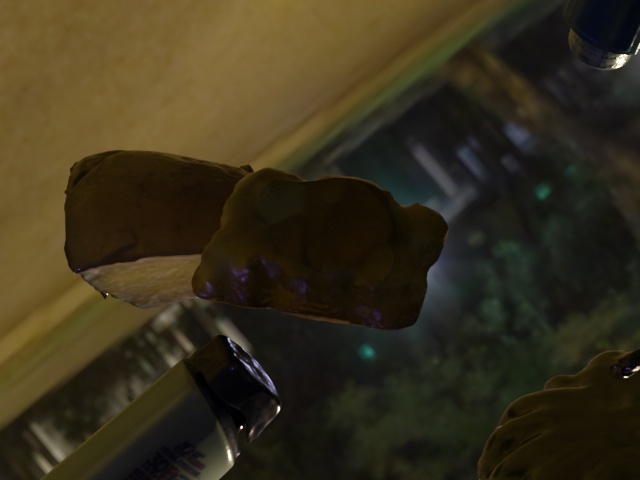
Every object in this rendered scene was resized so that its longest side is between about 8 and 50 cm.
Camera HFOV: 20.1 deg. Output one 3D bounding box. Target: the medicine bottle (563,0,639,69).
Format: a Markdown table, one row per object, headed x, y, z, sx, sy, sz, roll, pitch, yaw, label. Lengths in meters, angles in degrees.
| x | y | z | sx | sy | sz | roll | pitch | yaw | label |
| --- | --- | --- | --- | --- | --- | --- | --- | --- | --- |
| 0.270 | -0.240 | 1.568 | 0.124 | 0.079 | 0.258 | -55 | 169 | -30 | medicine bottle |

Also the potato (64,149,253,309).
| x | y | z | sx | sy | sz | roll | pitch | yaw | label |
| --- | --- | --- | --- | --- | --- | --- | --- | --- | --- |
| -0.154 | -0.047 | 2.132 | 0.264 | 0.211 | 0.189 | -10 | 156 | 11 | potato |

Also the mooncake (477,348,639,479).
| x | y | z | sx | sy | sz | roll | pitch | yaw | label |
| --- | --- | --- | --- | --- | --- | --- | --- | --- | --- |
| 0.334 | 0.238 | 1.784 | 0.356 | 0.194 | 0.356 | -19 | -165 | 5 | mooncake |

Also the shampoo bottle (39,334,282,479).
| x | y | z | sx | sy | sz | roll | pitch | yaw | label |
| --- | --- | --- | --- | --- | --- | --- | --- | --- | --- |
| -0.190 | 0.239 | 1.683 | 0.359 | 0.078 | 0.134 | -41 | 134 | 3 | shampoo bottle |

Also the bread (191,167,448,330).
| x | y | z | sx | sy | sz | roll | pitch | yaw | label |
| --- | --- | --- | --- | --- | --- | --- | --- | --- | --- |
| 0.000 | 0.000 | 1.747 | 0.088 | 0.233 | 0.161 | 78 | 26 | -61 | bread |

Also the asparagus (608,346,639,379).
| x | y | z | sx | sy | sz | roll | pitch | yaw | label |
| --- | --- | --- | --- | --- | --- | --- | --- | --- | --- |
| 0.285 | 0.062 | 1.374 | 0.022 | 0.023 | 0.233 | 13 | -156 | 35 | asparagus |
